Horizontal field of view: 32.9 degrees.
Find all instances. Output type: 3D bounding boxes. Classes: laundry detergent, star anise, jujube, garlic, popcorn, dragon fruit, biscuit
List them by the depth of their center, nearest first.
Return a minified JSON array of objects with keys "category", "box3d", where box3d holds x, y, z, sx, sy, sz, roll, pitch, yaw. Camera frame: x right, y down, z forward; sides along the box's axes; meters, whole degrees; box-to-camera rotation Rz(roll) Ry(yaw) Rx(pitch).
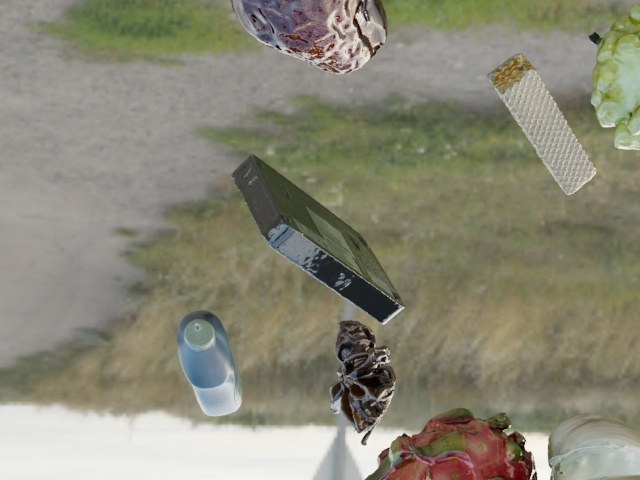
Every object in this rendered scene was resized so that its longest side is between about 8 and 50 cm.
[{"category":"popcorn","box3d":[0.374,-0.187,1.224,0.173,0.174,0.142,8,-156,-39]},{"category":"laundry detergent","box3d":[-0.131,0.140,1.274,0.061,0.097,0.206,-7,157,-2]},{"category":"jujube","box3d":[-0.020,-0.354,1.572,0.197,0.197,0.290,-5,153,36]},{"category":"garlic","box3d":[0.476,0.391,1.785,0.203,0.281,0.185,-4,-156,10]},{"category":"dragon fruit","box3d":[0.222,0.418,1.854,0.302,0.231,0.237,-26,175,13]},{"category":"star anise","box3d":[0.084,0.269,2.166,0.125,0.190,0.220,-15,138,-29]},{"category":"biscuit","box3d":[0.488,-0.245,2.340,0.094,0.054,0.379,-37,127,6]}]

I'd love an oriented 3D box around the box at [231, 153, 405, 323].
[{"category":"box","box3d":[0.000,0.000,1.856,0.058,0.211,0.350,-41,135,14]}]
